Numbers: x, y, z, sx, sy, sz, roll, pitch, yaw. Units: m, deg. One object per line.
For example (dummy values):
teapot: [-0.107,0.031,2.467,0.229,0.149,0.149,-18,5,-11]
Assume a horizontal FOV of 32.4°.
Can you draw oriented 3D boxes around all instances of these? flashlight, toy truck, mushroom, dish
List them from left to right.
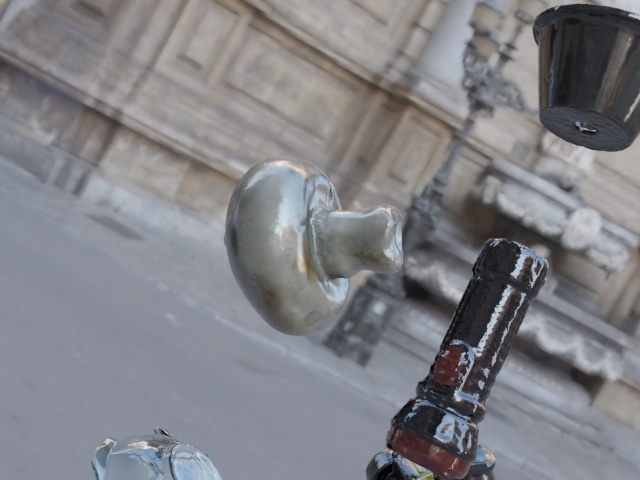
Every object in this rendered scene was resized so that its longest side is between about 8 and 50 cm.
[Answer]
dish: [-0.170,0.298,1.325,0.224,0.078,0.246,49,17,-17]
mushroom: [0.000,0.000,1.436,0.243,0.243,0.243,28,2,-1]
toy truck: [0.163,0.382,1.503,0.165,0.224,0.147,-12,25,-12]
flashlight: [0.143,0.108,1.047,0.093,0.232,0.093,25,-7,3]

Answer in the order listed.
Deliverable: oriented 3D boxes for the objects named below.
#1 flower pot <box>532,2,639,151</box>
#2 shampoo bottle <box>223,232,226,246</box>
flower pot: [0.451,-0.248,1.780,0.269,0.166,0.269,19,-10,3]
shampoo bottle: [-0.094,0.027,1.752,0.056,0.056,0.195,27,6,-35]
